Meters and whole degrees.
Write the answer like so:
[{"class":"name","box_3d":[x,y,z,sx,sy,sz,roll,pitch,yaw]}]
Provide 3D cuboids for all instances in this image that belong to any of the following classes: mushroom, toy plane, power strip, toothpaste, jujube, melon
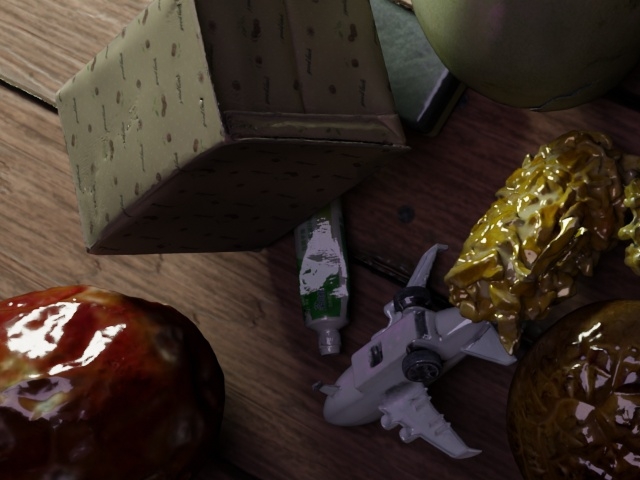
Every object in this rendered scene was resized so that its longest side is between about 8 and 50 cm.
[{"class":"mushroom","box_3d":[0.292,0.175,1.663,0.253,0.153,0.253,8,108,25]},{"class":"toy plane","box_3d":[0.087,0.121,1.784,0.255,0.101,0.251,-32,46,31]},{"class":"power strip","box_3d":[0.040,-0.215,1.876,0.257,0.070,0.105,33,96,22]},{"class":"toothpaste","box_3d":[0.000,0.000,1.882,0.078,0.047,0.248,-14,77,36]},{"class":"jujube","box_3d":[-0.295,0.184,1.878,0.377,0.276,0.276,-21,76,22]},{"class":"melon","box_3d":[0.213,-0.272,1.683,0.269,0.330,0.268,2,49,-3]}]

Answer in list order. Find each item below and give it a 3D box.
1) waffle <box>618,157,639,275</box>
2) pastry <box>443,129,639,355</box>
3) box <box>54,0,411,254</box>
[{"class":"waffle","box_3d":[0.368,-0.012,1.681,0.191,0.038,0.191,4,77,-16]},{"class":"pastry","box_3d":[0.219,-0.006,1.690,0.154,0.250,0.102,-8,123,40]},{"class":"box","box_3d":[-0.097,-0.122,1.780,0.297,0.225,0.190,-34,64,50]}]
